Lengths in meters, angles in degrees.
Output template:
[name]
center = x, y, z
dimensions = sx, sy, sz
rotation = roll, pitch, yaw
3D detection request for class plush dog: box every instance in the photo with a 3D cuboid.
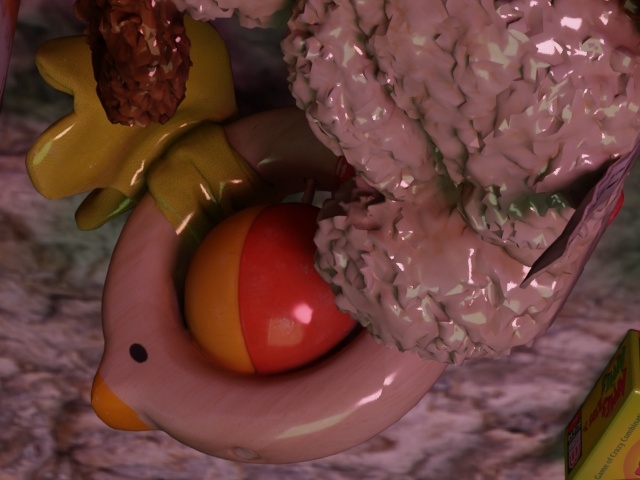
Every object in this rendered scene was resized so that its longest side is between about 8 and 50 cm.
[plush dog]
center = 0.027, -0.112, 0.649
dimensions = 0.225, 0.262, 0.210
rotation = 30, 179, 10

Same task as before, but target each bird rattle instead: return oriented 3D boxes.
[bird rattle]
center = 0.000, 0.000, 0.806
dimensions = 0.253, 0.207, 0.143
rotation = 6, 155, 14

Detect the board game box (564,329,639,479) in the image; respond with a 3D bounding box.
[board game box]
center = 0.230, 0.113, 0.995
dimensions = 0.181, 0.043, 0.092
rotation = 15, 136, -9

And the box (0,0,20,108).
[box]
center = -0.199, -0.104, 0.696
dimensions = 0.168, 0.215, 0.345
rotation = 13, 136, -8
